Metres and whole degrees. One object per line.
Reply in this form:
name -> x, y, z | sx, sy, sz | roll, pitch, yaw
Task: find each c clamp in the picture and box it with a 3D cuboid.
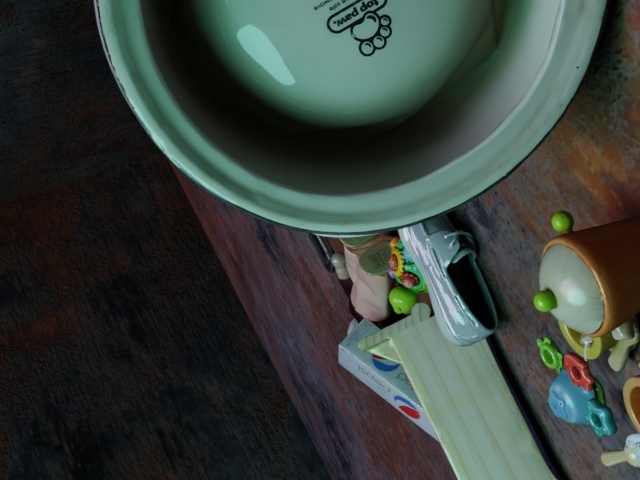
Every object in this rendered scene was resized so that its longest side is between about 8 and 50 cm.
c clamp -> 0.000, 0.000, 1.815 | 0.160, 0.022, 0.137 | 60, 168, 27

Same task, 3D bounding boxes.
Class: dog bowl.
dog bowl -> 0.022, -0.219, 0.744 | 0.150, 0.408, 0.408 | -99, -6, -67

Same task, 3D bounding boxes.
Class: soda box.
soda box -> 0.131, 0.223, 1.399 | 0.216, 0.069, 0.074 | 37, 154, 21

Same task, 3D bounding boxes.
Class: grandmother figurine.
grandmother figurine -> 0.092, 0.106, 1.485 | 0.342, 0.104, 0.208 | 87, 162, -57

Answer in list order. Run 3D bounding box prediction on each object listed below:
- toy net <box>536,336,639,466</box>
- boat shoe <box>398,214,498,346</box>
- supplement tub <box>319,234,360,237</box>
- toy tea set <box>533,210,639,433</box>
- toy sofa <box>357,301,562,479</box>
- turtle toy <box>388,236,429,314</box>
toy net -> 0.312, 0.186, 0.905 | 0.232, 0.045, 0.122 | 42, 148, 57
boat shoe -> 0.173, 0.024, 1.139 | 0.081, 0.079, 0.227 | -29, 79, 51
supplement tub -> 0.024, -0.196, 1.009 | 0.241, 0.241, 0.331 | -132, 26, -54
toy tea set -> 0.286, 0.129, 0.749 | 0.200, 0.124, 0.336 | 85, 159, -46
toy sofa -> 0.212, 0.262, 1.222 | 0.362, 0.177, 0.150 | 64, -171, 16
turtle toy -> 0.132, 0.044, 1.260 | 0.095, 0.066, 0.130 | -145, 53, -65
